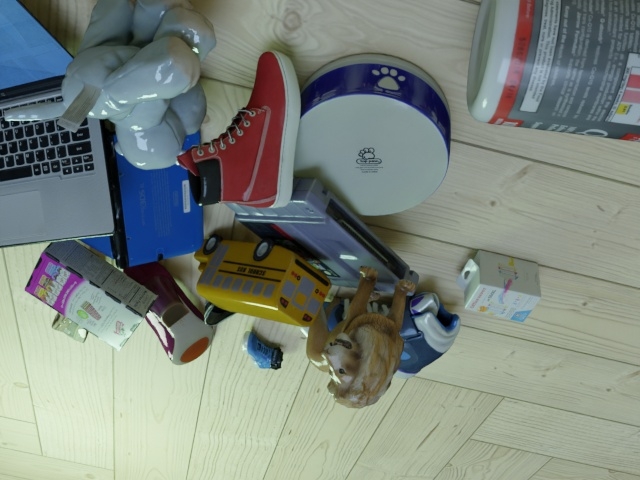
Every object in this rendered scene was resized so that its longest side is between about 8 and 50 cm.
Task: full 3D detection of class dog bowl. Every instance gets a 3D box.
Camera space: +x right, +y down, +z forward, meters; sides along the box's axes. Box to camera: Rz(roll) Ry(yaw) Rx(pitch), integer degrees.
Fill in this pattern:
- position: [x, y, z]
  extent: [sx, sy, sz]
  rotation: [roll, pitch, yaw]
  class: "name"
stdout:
- position: [0.081, -0.166, 1.175]
  extent: [0.265, 0.104, 0.264]
  rotation: [5, 139, 4]
  class: "dog bowl"

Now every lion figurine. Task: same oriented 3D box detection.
- position: [0.050, 0.182, 1.296]
  extent: [0.142, 0.240, 0.392]
  rotation: [21, 165, -8]
  class: "lion figurine"

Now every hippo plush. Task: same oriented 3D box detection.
- position: [-0.248, -0.207, 1.079]
  extent: [0.235, 0.294, 0.236]
  rotation: [11, 152, 25]
  class: "hippo plush"

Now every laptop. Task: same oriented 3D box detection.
- position: [-0.573, -0.184, 1.146]
  extent: [0.382, 0.236, 0.407]
  rotation: [-5, 93, 24]
  class: "laptop"

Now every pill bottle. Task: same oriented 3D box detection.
- position: [0.394, -0.241, 0.953]
  extent: [0.363, 0.210, 0.210]
  rotation: [8, 139, 2]
  class: "pill bottle"

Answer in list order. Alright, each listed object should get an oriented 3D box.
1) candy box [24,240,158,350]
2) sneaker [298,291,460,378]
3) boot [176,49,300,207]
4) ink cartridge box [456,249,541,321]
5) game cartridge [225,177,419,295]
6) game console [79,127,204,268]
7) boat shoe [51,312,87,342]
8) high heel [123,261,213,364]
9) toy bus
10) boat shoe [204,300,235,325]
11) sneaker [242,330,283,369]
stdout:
- position: [-0.467, 0.107, 1.458]
  extent: [0.233, 0.071, 0.159]
  rotation: [36, 133, -9]
  class: "candy box"
- position: [0.138, 0.158, 1.525]
  extent: [0.323, 0.130, 0.236]
  rotation: [26, 128, -13]
  class: "sneaker"
- position: [-0.128, -0.172, 1.084]
  extent: [0.176, 0.244, 0.088]
  rotation: [1, -174, -29]
  class: "boot"
- position: [0.350, 0.089, 1.421]
  extent: [0.143, 0.089, 0.092]
  rotation: [12, 139, -4]
  class: "ink cartridge box"
- position: [0.000, 0.000, 1.317]
  extent: [0.230, 0.068, 0.355]
  rotation: [-1, 151, 40]
  class: "game cartridge"
- position: [-0.366, -0.112, 1.344]
  extent: [0.250, 0.173, 0.293]
  rotation: [-13, 132, -22]
  class: "game console"
- position: [-0.563, 0.139, 1.636]
  extent: [0.098, 0.109, 0.302]
  rotation: [19, 143, -13]
  class: "boat shoe"
- position: [-0.353, 0.160, 1.661]
  extent: [0.181, 0.127, 0.377]
  rotation: [47, 159, 23]
  class: "high heel"
- position: [-0.130, 0.073, 1.374]
  extent: [0.333, 0.130, 0.108]
  rotation: [4, 154, 49]
  class: "toy bus"
- position: [-0.187, 0.125, 1.574]
  extent: [0.078, 0.070, 0.219]
  rotation: [29, 135, -21]
  class: "boat shoe"
- position: [-0.134, 0.268, 1.732]
  extent: [0.085, 0.058, 0.152]
  rotation: [4, 143, 15]
  class: "sneaker"
